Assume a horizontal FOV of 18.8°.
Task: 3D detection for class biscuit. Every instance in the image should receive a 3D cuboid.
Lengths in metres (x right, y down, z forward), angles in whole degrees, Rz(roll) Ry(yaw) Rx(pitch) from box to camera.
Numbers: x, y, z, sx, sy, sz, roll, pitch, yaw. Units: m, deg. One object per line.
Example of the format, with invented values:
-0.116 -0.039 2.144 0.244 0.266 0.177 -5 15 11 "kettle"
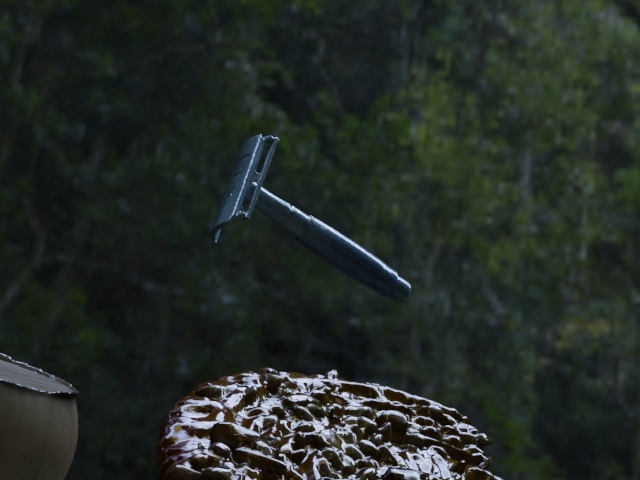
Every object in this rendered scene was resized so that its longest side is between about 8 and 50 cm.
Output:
0.012 0.080 0.565 0.126 0.206 0.025 19 -74 -15 "biscuit"

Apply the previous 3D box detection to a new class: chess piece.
-0.106 0.045 0.516 0.084 0.038 0.083 18 1 0 "chess piece"

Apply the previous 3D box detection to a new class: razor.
0.000 0.000 1.166 0.135 0.068 0.040 34 -36 -23 "razor"
